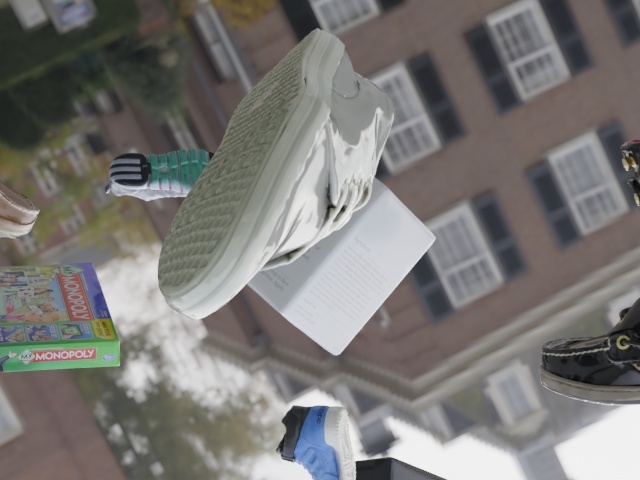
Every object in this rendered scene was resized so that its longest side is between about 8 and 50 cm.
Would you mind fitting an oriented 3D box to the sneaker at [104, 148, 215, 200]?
[{"bbox_3d":[-0.255,-0.106,2.624,0.224,0.083,0.098,4,159,-17],"label":"sneaker"}]

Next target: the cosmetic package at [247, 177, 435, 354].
[{"bbox_3d":[0.000,0.000,1.750,0.183,0.151,0.151,-49,-125,-1],"label":"cosmetic package"}]

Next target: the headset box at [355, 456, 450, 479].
[{"bbox_3d":[0.107,0.450,2.139,0.131,0.246,0.283,-12,155,33],"label":"headset box"}]

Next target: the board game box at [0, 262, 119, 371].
[{"bbox_3d":[-0.437,0.115,2.371,0.214,0.046,0.317,-3,-159,-15],"label":"board game box"}]

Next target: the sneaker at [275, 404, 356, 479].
[{"bbox_3d":[-0.008,0.262,1.837,0.085,0.152,0.058,4,-149,19],"label":"sneaker"}]

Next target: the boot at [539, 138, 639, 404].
[{"bbox_3d":[0.375,0.028,1.654,0.138,0.284,0.377,-15,-175,-38],"label":"boot"}]

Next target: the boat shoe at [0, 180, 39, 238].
[{"bbox_3d":[-0.480,-0.098,2.007,0.122,0.324,0.120,36,-86,35],"label":"boat shoe"}]

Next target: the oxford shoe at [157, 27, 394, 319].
[{"bbox_3d":[-0.020,-0.053,1.293,0.169,0.130,0.449,-39,-168,23],"label":"oxford shoe"}]
